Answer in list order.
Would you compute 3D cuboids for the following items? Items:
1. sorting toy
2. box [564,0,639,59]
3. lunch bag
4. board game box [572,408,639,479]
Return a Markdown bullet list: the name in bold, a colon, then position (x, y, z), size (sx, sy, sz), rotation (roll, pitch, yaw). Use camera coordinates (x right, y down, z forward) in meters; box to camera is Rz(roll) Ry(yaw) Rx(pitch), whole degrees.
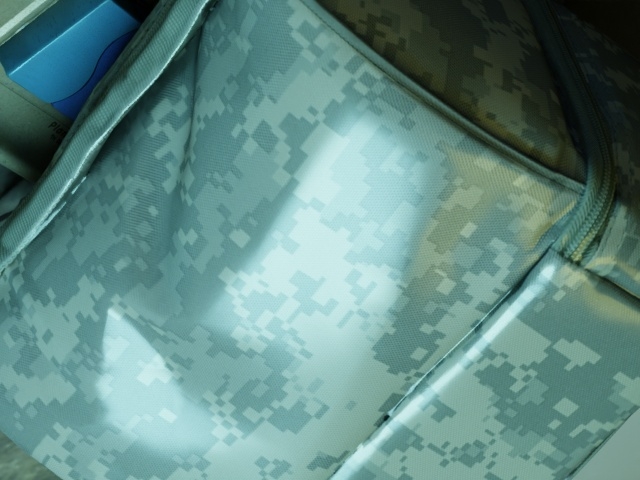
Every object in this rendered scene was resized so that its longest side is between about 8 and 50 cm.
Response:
- **sorting toy**: position (-0.033, -0.085, 0.870), size (0.229, 0.041, 0.307), rotation (-39, 147, 10)
- **box**: position (0.165, -0.110, 0.898), size (0.021, 0.164, 0.201), rotation (-1, 140, -10)
- **lunch bag**: position (0.000, 0.000, 0.788), size (0.256, 0.212, 0.305), rotation (26, 123, -27)
- **board game box**: position (0.313, 0.070, 1.366), size (0.390, 0.050, 0.390), rotation (-46, 146, 19)
